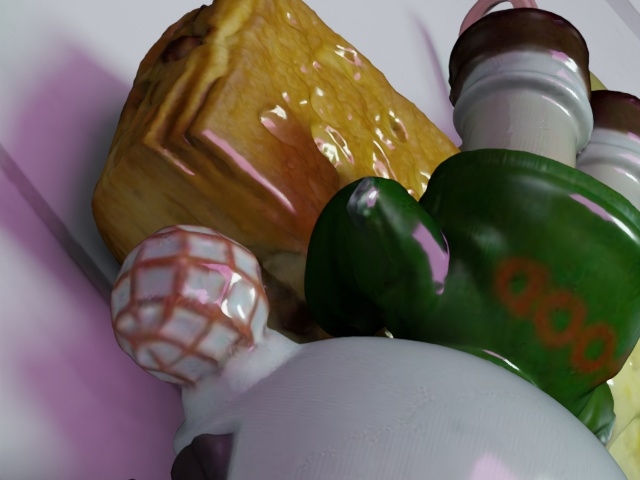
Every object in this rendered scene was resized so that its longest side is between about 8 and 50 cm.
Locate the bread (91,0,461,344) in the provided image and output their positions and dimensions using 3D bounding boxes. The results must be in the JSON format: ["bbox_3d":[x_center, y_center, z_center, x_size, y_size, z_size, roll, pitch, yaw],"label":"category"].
[{"bbox_3d":[0.000,0.000,0.873,0.235,0.099,0.210,45,28,-19],"label":"bread"}]

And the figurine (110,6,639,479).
[{"bbox_3d":[0.051,0.071,0.685,0.281,0.167,0.370,45,46,-26],"label":"figurine"}]

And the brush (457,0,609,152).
[{"bbox_3d":[0.130,-0.086,1.182,0.047,0.103,0.233,34,28,-32],"label":"brush"}]

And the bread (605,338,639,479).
[{"bbox_3d":[0.189,0.023,1.039,0.252,0.133,0.174,-33,116,-27],"label":"bread"}]
